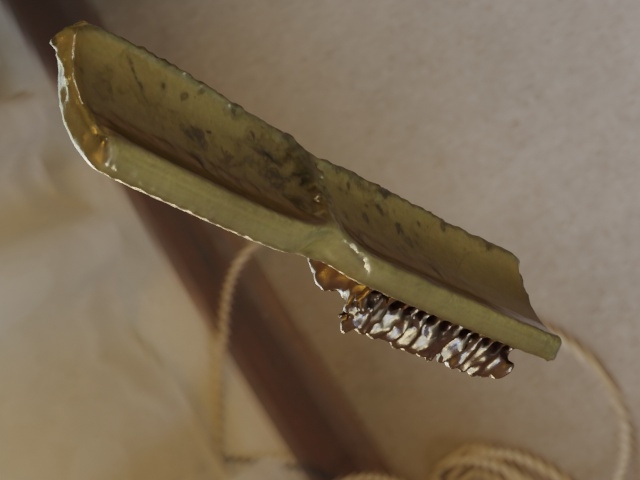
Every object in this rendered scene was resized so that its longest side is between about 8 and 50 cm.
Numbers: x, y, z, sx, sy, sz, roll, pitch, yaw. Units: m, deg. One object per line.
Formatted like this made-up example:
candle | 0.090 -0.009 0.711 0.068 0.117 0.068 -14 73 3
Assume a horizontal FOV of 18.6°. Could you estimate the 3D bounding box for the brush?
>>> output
brush | 0.000 0.000 0.563 0.036 0.248 0.043 -38 60 18
